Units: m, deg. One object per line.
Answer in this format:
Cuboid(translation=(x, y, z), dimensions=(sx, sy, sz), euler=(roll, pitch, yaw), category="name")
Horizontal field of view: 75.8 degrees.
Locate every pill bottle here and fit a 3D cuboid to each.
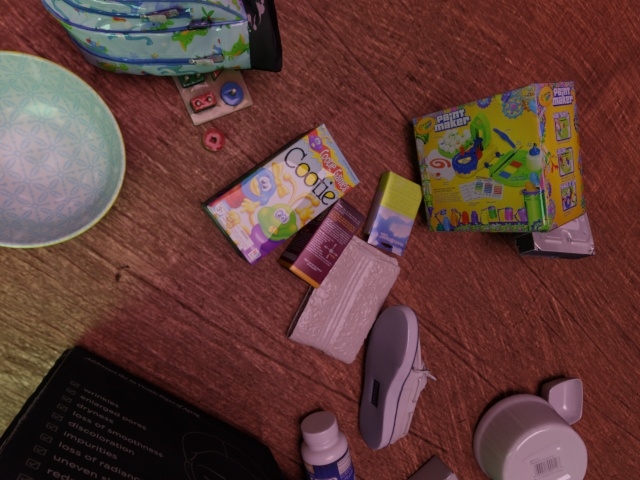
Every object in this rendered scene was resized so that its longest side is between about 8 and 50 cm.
Cuboid(translation=(0.015, 0.503, 0.952), dimensions=(0.111, 0.112, 0.187), euler=(-16, 100, -19), category="pill bottle")

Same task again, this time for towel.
Cuboid(translation=(0.062, 0.137, 0.971), dimensions=(0.187, 0.049, 0.283), euler=(29, 85, -20), category="towel")

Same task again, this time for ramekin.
Cuboid(translation=(0.581, 0.585, 1.133), dimensions=(0.276, 0.135, 0.278), euler=(-1, 99, -8), category="ramekin")

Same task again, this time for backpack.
Cuboid(translation=(-0.267, -0.421, 0.691), dimensions=(0.354, 0.273, 0.291), euler=(-9, 83, 5), category="backpack")

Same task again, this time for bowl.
Cuboid(translation=(-0.473, -0.140, 0.685), dimensions=(0.288, 0.156, 0.290), euler=(-2, 96, -20), category="bowl")
Cuboid(translation=(0.726, 0.485, 1.251), dimensions=(0.141, 0.053, 0.142), euler=(-5, 97, -19), category="bowl")

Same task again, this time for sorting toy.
Cuboid(translation=(-0.221, -0.326, 0.822), dimensions=(0.132, 0.046, 0.275), euler=(-26, 103, -17), category="sorting toy")

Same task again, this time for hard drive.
Cuboid(translation=(0.581, -0.125, 1.066), dimensions=(0.236, 0.064, 0.340), euler=(5, 73, -25), category="hard drive")

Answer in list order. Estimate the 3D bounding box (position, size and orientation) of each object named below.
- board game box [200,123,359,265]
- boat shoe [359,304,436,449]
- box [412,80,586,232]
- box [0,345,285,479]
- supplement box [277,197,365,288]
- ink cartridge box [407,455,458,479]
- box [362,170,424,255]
Cuboid(translation=(-0.084, -0.095, 0.843), dimensions=(0.275, 0.142, 0.144), euler=(-39, 107, -13), category="board game box")
Cuboid(translation=(0.205, 0.325, 0.993), dimensions=(0.156, 0.135, 0.368), euler=(0, 103, -31), category="boat shoe")
Cuboid(translation=(0.388, -0.172, 0.918), dimensions=(0.176, 0.289, 0.280), euler=(-18, 102, -34), category="box")
Cuboid(translation=(-0.277, 0.446, 0.602), dimensions=(0.479, 0.471, 0.298), euler=(37, 80, -18), category="box")
Cuboid(translation=(0.000, 0.000, 0.904), dimensions=(0.080, 0.104, 0.188), euler=(38, 82, -20), category="supplement box")
Cuboid(translation=(0.318, 0.714, 1.099), dimensions=(0.153, 0.086, 0.209), euler=(-33, 106, -15), category="ink cartridge box")
Cuboid(translation=(0.175, -0.064, 0.997), dimensions=(0.108, 0.042, 0.179), euler=(20, 87, -21), category="box")
